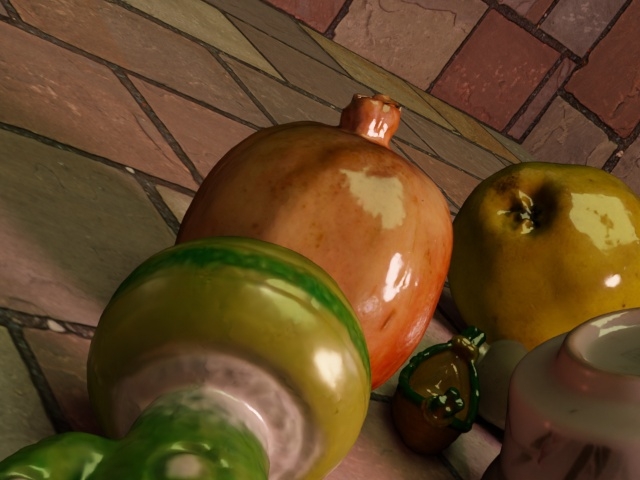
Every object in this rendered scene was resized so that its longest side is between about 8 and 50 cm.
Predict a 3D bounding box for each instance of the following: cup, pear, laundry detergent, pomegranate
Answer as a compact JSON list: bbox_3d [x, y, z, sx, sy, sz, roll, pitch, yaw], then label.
[{"bbox_3d":[0.304,0.162,0.981,0.347,0.163,0.347,-8,17,2],"label":"cup"},{"bbox_3d":[0.329,0.062,1.476,0.375,0.287,0.287,58,2,-34],"label":"pear"},{"bbox_3d":[0.256,0.193,1.251,0.253,0.091,0.181,37,10,2],"label":"laundry detergent"},{"bbox_3d":[0.000,0.000,0.949,0.229,0.270,0.252,26,10,-6],"label":"pomegranate"}]

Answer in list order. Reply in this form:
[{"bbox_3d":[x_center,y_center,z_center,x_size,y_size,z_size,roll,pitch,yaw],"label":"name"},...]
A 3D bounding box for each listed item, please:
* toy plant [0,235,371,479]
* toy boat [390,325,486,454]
[{"bbox_3d":[-0.071,0.147,0.640,0.224,0.184,0.316,29,33,-8],"label":"toy plant"},{"bbox_3d":[0.124,0.148,1.113,0.089,0.088,0.229,37,17,3],"label":"toy boat"}]
